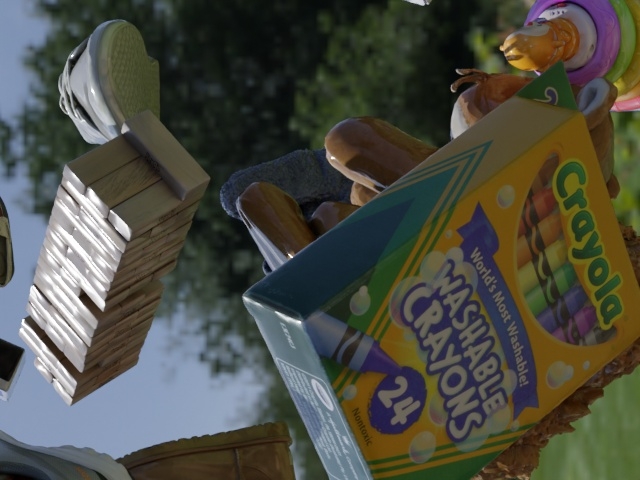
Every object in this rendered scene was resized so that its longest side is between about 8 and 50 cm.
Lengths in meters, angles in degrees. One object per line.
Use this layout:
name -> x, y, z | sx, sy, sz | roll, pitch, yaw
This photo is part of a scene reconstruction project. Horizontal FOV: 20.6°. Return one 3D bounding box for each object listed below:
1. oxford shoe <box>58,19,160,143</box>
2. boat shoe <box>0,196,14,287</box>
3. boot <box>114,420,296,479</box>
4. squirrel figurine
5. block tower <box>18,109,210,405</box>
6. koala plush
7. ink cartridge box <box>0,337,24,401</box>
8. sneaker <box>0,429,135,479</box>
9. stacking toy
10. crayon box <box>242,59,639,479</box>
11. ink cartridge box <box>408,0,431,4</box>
oxford shoe -> -0.291, -0.201, 2.364 | 0.449, 0.130, 0.169 | -161, 72, -88
boat shoe -> -0.427, -0.006, 2.289 | 0.043, 0.049, 0.137 | -138, 40, -75
boot -> -0.110, 0.350, 1.939 | 0.089, 0.236, 0.269 | 76, -179, -70
squirrel figurine -> 0.172, 0.018, 1.670 | 0.397, 0.370, 0.281 | 42, 159, 34
block tower -> -0.199, 0.025, 1.623 | 0.097, 0.091, 0.335 | -33, -18, -35
koala plush -> 0.000, 0.000, 2.194 | 0.196, 0.203, 0.221 | 59, 168, 19
ink cartridge box -> -0.460, 0.142, 2.232 | 0.333, 0.165, 0.065 | 144, 148, -77
sneaker -> -0.281, 0.195, 1.407 | 0.108, 0.272, 0.100 | 9, -95, -63
stacking toy -> 0.267, -0.205, 1.785 | 0.302, 0.175, 0.165 | -13, -79, -54
crayon box -> 0.120, 0.037, 1.293 | 0.083, 0.323, 0.203 | 21, 141, 51
ink cartridge box -> 0.133, -0.390, 2.345 | 0.135, 0.099, 0.056 | -56, -40, -17
